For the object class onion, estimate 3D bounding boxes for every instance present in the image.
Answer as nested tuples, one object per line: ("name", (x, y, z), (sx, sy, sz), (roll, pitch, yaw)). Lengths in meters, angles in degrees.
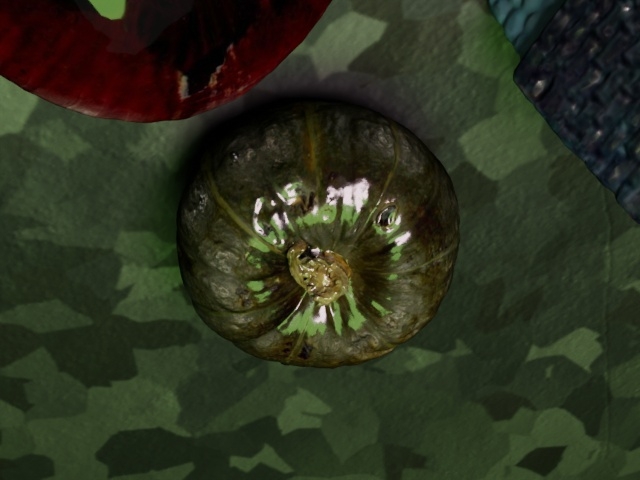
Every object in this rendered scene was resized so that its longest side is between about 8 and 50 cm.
("onion", (-0.097, -0.198, 0.805), (0.273, 0.285, 0.273), (-4, 99, -24))

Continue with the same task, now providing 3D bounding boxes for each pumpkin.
("pumpkin", (0.000, 0.000, 1.087), (0.223, 0.157, 0.224), (-3, 122, -5))

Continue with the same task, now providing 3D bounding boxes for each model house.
("model house", (0.292, -0.151, 0.960), (0.226, 0.241, 0.261), (21, 124, -26))
